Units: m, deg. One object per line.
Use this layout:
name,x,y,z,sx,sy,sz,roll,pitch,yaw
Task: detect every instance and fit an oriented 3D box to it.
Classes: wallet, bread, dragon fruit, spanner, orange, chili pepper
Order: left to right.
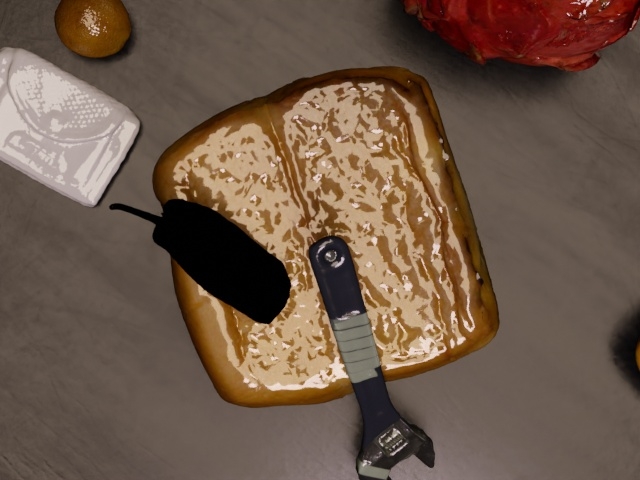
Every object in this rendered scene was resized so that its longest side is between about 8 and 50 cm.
wallet,-0.300,-0.127,1.786,0.183,0.032,0.124,29,91,-1
orange,-0.248,-0.237,1.770,0.085,0.085,0.085,0,89,-1
chili pepper,-0.117,0.003,1.628,0.204,0.073,0.072,38,77,-12
bread,0.000,-0.001,1.733,0.328,0.148,0.337,-19,93,3
spanner,0.049,0.129,1.660,0.087,0.024,0.316,-16,117,0
dragon fruit,0.208,-0.316,1.667,0.302,0.295,0.295,25,88,7

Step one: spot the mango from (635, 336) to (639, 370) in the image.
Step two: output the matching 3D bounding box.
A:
mango,0.482,0.127,1.730,0.290,0.160,0.191,-5,98,3
